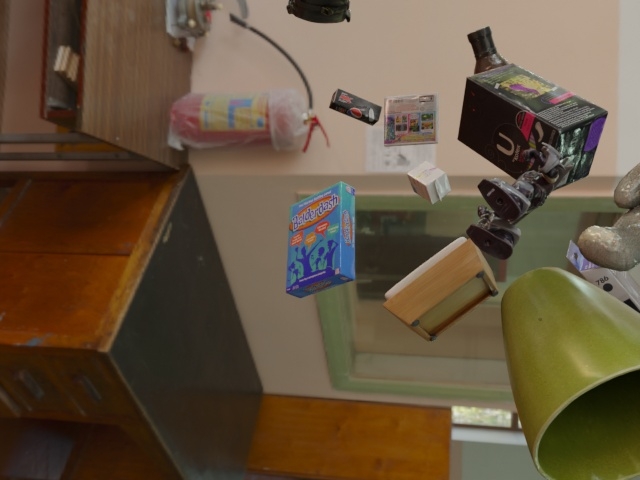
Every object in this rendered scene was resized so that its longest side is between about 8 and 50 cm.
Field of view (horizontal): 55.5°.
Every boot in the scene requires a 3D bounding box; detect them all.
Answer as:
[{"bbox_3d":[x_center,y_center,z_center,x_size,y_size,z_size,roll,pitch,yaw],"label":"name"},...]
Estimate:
[{"bbox_3d":[-0.038,-0.526,1.267,0.229,0.263,0.091,164,-63,-76],"label":"boot"}]

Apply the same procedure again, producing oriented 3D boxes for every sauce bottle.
[{"bbox_3d":[0.526,-0.462,1.813,0.111,0.112,0.344,-58,129,-71],"label":"sauce bottle"}]

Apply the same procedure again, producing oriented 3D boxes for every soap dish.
[{"bbox_3d":[0.335,0.142,1.648,0.118,0.291,0.229,57,8,36],"label":"soap dish"}]

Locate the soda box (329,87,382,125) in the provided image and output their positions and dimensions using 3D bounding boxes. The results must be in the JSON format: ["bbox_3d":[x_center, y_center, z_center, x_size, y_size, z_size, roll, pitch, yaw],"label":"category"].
[{"bbox_3d":[0.118,-0.448,2.048,0.053,0.169,0.060,153,-45,-70],"label":"soda box"}]

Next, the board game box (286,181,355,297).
[{"bbox_3d":[0.000,0.000,1.273,0.047,0.160,0.210,25,55,-39],"label":"board game box"}]

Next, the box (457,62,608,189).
[{"bbox_3d":[0.441,-0.244,1.306,0.270,0.144,0.165,47,-30,41],"label":"box"}]

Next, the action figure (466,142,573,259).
[{"bbox_3d":[0.335,-0.075,1.038,0.285,0.099,0.185,-31,151,-54],"label":"action figure"}]

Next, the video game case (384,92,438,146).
[{"bbox_3d":[0.258,-0.343,1.736,0.019,0.157,0.143,1,89,-67],"label":"video game case"}]

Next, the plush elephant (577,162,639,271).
[{"bbox_3d":[0.532,-0.108,0.768,0.330,0.272,0.255,-36,130,-31],"label":"plush elephant"}]

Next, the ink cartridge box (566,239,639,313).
[{"bbox_3d":[0.737,0.130,1.484,0.332,0.065,0.165,50,30,4],"label":"ink cartridge box"}]

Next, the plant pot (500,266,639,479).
[{"bbox_3d":[0.408,0.185,0.973,0.293,0.275,0.274,-106,-172,-53],"label":"plant pot"}]

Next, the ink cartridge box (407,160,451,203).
[{"bbox_3d":[0.398,-0.207,2.199,0.143,0.090,0.092,45,-13,50],"label":"ink cartridge box"}]
